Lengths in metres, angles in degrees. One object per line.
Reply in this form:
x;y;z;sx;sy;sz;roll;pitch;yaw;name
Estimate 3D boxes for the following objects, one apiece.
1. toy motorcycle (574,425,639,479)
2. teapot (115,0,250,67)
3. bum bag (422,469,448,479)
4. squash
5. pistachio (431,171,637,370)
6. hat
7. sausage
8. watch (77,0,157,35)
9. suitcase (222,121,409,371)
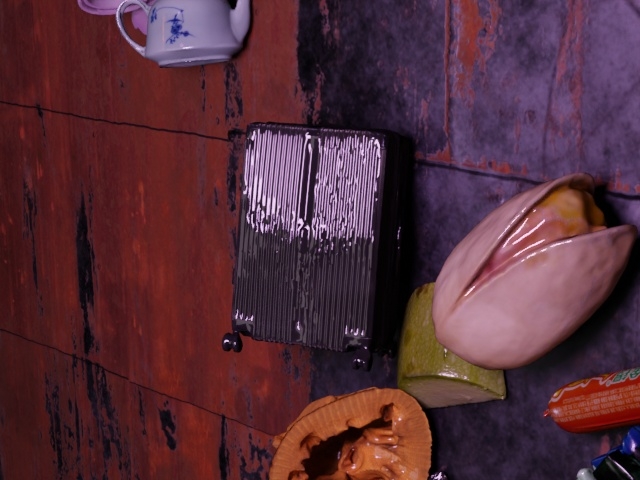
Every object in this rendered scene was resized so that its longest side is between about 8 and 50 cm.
0.455;0.371;1.574;0.331;0.125;0.196;51;130;23;toy motorcycle
-0.213;-0.355;2.115;0.232;0.159;0.158;-6;96;6;teapot
0.149;0.379;1.974;0.124;0.034;0.057;-22;74;48;bum bag
0.156;0.155;1.878;0.192;0.085;0.184;-18;86;47;squash
0.256;0.042;1.666;0.187;0.188;0.299;56;130;23;pistachio
0.030;0.297;2.019;0.233;0.234;0.244;-132;60;-75;hat
0.378;0.198;1.646;0.264;0.083;0.083;-23;82;49;sausage
-0.326;-0.463;2.177;0.248;0.218;0.210;-29;77;47;watch
0.000;0.000;1.884;0.230;0.152;0.335;6;95;19;suitcase
